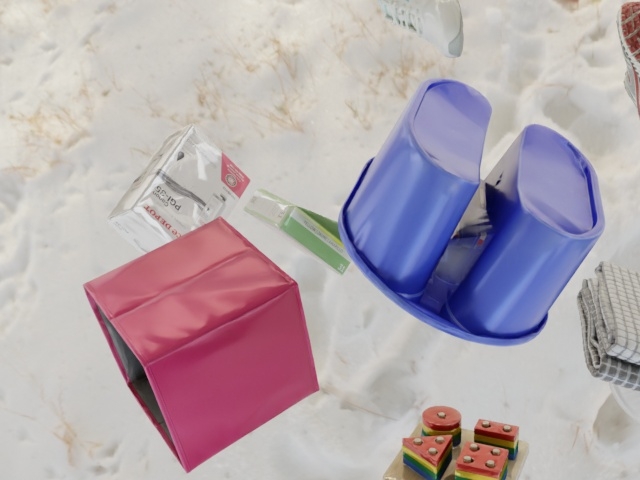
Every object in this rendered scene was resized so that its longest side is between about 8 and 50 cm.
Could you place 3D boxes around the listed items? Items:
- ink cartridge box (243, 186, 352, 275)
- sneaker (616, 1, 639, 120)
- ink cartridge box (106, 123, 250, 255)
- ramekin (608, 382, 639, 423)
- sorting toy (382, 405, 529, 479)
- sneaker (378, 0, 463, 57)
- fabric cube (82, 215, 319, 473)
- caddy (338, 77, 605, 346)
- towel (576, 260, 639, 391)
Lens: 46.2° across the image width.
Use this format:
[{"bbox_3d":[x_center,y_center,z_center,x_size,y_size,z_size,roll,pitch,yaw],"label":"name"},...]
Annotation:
[{"bbox_3d":[0.000,0.000,1.224,0.056,0.171,0.235,-56,40,-4],"label":"ink cartridge box"},{"bbox_3d":[0.556,-0.302,1.302,0.088,0.093,0.225,-15,91,-10],"label":"sneaker"},{"bbox_3d":[-0.318,-0.092,1.723,0.117,0.207,0.283,-15,39,46],"label":"ink cartridge box"},{"bbox_3d":[0.800,0.292,1.693,0.273,0.127,0.272,2,71,-7],"label":"ramekin"},{"bbox_3d":[0.296,0.453,1.613,0.256,0.257,0.089,6,109,25],"label":"sorting toy"},{"bbox_3d":[0.089,-0.212,0.695,0.061,0.053,0.152,-14,46,-6],"label":"sneaker"},{"bbox_3d":[-0.191,0.159,1.225,0.258,0.254,0.259,-29,40,-22],"label":"fabric cube"},{"bbox_3d":[0.155,-0.029,0.809,0.241,0.341,0.179,28,121,1],"label":"caddy"},{"bbox_3d":[0.594,0.172,1.351,0.235,0.283,0.121,17,120,3],"label":"towel"}]
